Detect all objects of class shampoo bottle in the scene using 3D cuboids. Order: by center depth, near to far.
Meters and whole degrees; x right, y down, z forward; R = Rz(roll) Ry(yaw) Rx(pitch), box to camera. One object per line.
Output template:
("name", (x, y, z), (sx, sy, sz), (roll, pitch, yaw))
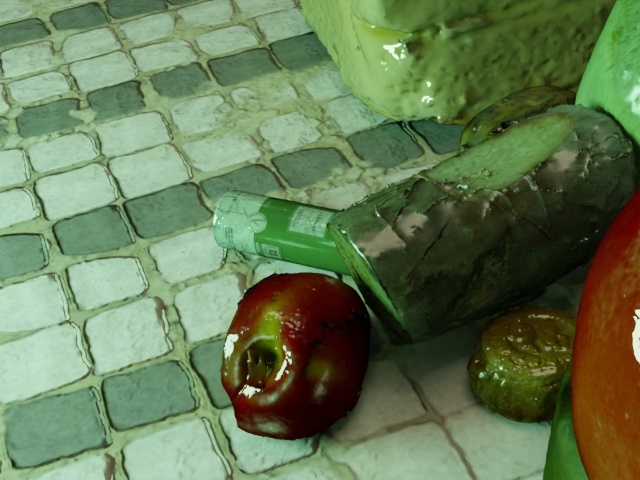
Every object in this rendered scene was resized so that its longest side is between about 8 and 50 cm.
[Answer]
("shampoo bottle", (0.000, 0.000, 0.987), (0.204, 0.065, 0.065), (12, 42, 20))

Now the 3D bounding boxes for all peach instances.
("peach", (-0.007, 0.091, 0.851), (0.092, 0.127, 0.172), (8, 15, 28))

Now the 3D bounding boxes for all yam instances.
("yam", (0.135, -0.009, 0.880), (0.254, 0.154, 0.154), (-28, 44, -18))

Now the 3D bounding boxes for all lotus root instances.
("lotus root", (0.209, -0.107, 1.077), (0.179, 0.080, 0.089), (-31, 42, -33))

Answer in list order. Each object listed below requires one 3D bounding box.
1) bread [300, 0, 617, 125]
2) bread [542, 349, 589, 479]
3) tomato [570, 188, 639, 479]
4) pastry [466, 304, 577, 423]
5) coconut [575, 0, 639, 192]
("bread", (0.171, -0.347, 1.221), (0.371, 0.279, 0.390), (-17, 40, -11))
("bread", (0.340, 0.163, 0.688), (0.382, 0.129, 0.366), (-27, 47, -26))
("tomato", (0.290, 0.066, 0.482), (0.325, 0.290, 0.293), (-3, 38, -11))
("pastry", (0.174, 0.100, 0.846), (0.109, 0.057, 0.097), (-11, 34, -10))
("coconut", (0.377, -0.136, 0.933), (0.281, 0.328, 0.328), (-12, 39, 3))
